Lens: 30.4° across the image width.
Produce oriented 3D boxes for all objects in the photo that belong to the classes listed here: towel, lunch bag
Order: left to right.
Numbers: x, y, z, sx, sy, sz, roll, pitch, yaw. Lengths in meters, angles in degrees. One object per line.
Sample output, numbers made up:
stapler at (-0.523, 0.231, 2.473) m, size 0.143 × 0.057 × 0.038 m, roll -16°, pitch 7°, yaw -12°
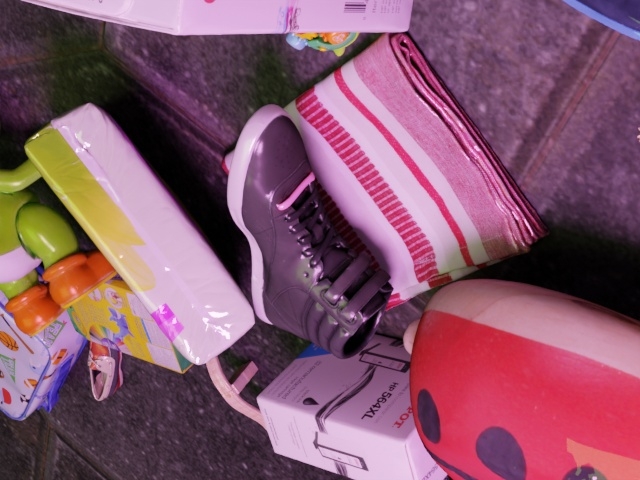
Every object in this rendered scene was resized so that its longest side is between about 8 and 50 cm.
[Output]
lunch bag at (-0.471, 0.139, 1.790) m, size 0.243 × 0.115 × 0.303 m, roll 42°, pitch 142°, yaw 4°
towel at (0.045, -0.045, 1.172) m, size 0.237 × 0.037 × 0.329 m, roll 53°, pitch 143°, yaw -7°

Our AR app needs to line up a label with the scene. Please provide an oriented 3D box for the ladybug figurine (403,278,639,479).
ladybug figurine at (0.245, 0.186, 1.029) m, size 0.449 × 0.162 × 0.305 m, roll 23°, pitch 155°, yaw 37°

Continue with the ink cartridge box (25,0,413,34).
ink cartridge box at (-0.072, -0.261, 0.846) m, size 0.197 × 0.270 × 0.198 m, roll 19°, pitch 109°, yaw 33°

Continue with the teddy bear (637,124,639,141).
teddy bear at (0.373, 0.016, 0.840) m, size 0.245 × 0.113 × 0.338 m, roll -7°, pitch 119°, yaw 45°

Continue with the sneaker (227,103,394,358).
sneaker at (0.000, 0.000, 1.152) m, size 0.147 × 0.104 × 0.296 m, roll 26°, pitch 144°, yaw 28°

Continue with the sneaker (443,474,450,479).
sneaker at (0.155, 0.326, 1.354) m, size 0.153 × 0.101 × 0.268 m, roll 21°, pitch 142°, yaw 30°

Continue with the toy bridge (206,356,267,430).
toy bridge at (-0.104, 0.179, 1.498) m, size 0.026 × 0.063 × 0.188 m, roll -28°, pitch 102°, yaw 34°

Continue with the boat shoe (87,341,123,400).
boat shoe at (-0.322, 0.180, 1.735) m, size 0.049 × 0.043 × 0.137 m, roll 28°, pitch 138°, yaw 27°

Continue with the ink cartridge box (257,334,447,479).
ink cartridge box at (0.059, 0.179, 1.268) m, size 0.203 × 0.148 × 0.086 m, roll 9°, pitch 127°, yaw 39°

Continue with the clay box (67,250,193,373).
clay box at (-0.265, 0.091, 1.589) m, size 0.222 × 0.053 × 0.127 m, roll 15°, pitch 133°, yaw 38°

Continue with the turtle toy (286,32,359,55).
turtle toy at (-0.009, -0.219, 1.038) m, size 0.095 × 0.066 × 0.130 m, roll 0°, pitch 123°, yaw 45°

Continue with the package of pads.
package of pads at (-0.197, -0.015, 1.312) m, size 0.296 × 0.101 × 0.229 m, roll 54°, pitch 176°, yaw -9°

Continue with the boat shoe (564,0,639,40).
boat shoe at (0.210, -0.201, 0.807) m, size 0.258 × 0.109 × 0.089 m, roll 27°, pitch 133°, yaw 23°

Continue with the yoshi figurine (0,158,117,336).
yoshi figurine at (-0.415, -0.070, 1.511) m, size 0.362 × 0.203 × 0.203 m, roll 52°, pitch 166°, yaw -8°
